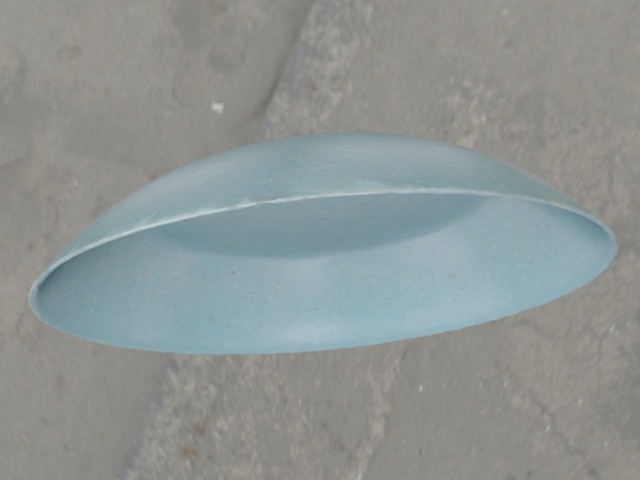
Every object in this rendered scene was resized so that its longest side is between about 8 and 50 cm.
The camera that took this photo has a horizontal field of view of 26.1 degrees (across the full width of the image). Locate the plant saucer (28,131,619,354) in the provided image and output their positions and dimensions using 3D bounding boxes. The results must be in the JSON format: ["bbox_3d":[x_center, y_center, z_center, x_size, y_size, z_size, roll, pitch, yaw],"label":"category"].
[{"bbox_3d":[0.000,0.000,0.466,0.195,0.195,0.037,-4,72,-3],"label":"plant saucer"}]
